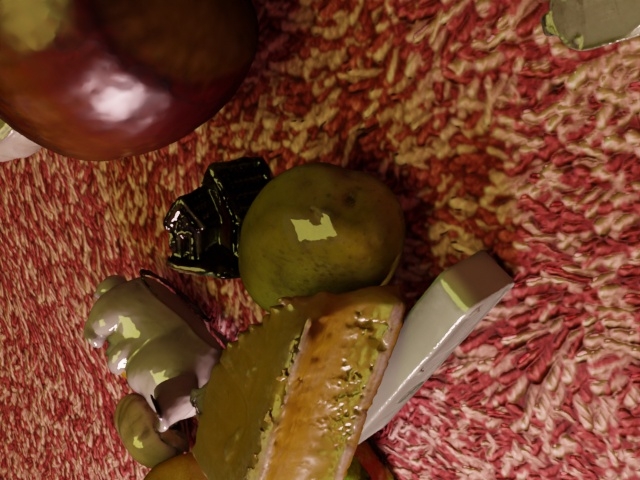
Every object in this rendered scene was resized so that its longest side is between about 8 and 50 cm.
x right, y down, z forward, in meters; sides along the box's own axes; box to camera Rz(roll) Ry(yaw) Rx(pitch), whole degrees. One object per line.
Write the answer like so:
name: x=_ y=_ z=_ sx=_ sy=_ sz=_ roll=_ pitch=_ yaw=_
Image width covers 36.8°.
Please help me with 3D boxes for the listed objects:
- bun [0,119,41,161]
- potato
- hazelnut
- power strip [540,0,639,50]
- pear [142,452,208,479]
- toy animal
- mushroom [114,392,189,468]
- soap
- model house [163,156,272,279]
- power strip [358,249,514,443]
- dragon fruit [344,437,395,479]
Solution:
bun: x=-0.490 y=-0.239 z=1.592 sx=0.263 sy=0.175 sz=0.263 roll=-10 pitch=70 yaw=30
potato: x=0.001 y=0.002 z=1.175 sx=0.197 sy=0.148 sz=0.228 roll=32 pitch=140 yaw=16
hazelnut: x=-0.281 y=-0.300 z=1.131 sx=0.402 sy=0.402 sz=0.429 roll=1 pitch=120 yaw=47
power strip: x=0.309 y=-0.221 z=0.803 sx=0.286 sy=0.048 sz=0.080 roll=-12 pitch=98 yaw=50
pear: x=-0.212 y=0.465 z=1.619 sx=0.209 sy=0.209 sz=0.209 roll=24 pitch=126 yaw=38
toy animal: x=-0.239 y=0.179 z=1.487 sx=0.154 sy=0.208 sz=0.325 roll=-53 pitch=41 yaw=8
mushroom: x=-0.297 y=0.331 z=1.706 sx=0.154 sy=0.122 sz=0.154 roll=45 pitch=175 yaw=5
soap: x=-0.050 y=0.144 z=1.226 sx=0.304 sy=0.169 sz=0.339 roll=47 pitch=125 yaw=53
model house: x=-0.130 y=-0.033 z=1.316 sx=0.106 sy=0.165 sz=0.152 roll=36 pitch=133 yaw=53
power strip: x=0.105 y=0.150 z=1.187 sx=0.062 sy=0.091 sz=0.385 roll=51 pitch=139 yaw=17
dragon fruit: x=-0.010 y=0.355 z=1.398 sx=0.295 sy=0.130 sz=0.268 roll=45 pitch=132 yaw=23
